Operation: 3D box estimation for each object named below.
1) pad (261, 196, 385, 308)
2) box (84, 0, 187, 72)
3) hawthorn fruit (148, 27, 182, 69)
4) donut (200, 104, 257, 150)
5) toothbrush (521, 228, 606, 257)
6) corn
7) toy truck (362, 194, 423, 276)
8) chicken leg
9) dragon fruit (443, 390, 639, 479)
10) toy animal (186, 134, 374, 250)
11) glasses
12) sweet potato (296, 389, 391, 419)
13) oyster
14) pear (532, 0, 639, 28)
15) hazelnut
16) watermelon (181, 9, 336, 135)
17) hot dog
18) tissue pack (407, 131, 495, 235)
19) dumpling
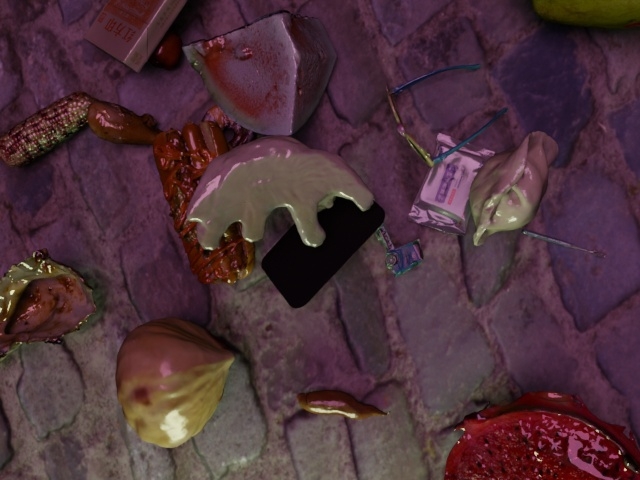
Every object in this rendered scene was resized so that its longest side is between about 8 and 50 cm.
[{"bbox_3d":[0.000,0.000,1.266,0.267,0.004,0.181,-47,48,4],"label":"pad"},{"bbox_3d":[-0.352,-0.549,1.336,0.204,0.051,0.365,36,93,37],"label":"box"},{"bbox_3d":[-0.340,-0.425,1.356,0.081,0.081,0.093,10,83,9],"label":"hawthorn fruit"},{"bbox_3d":[-0.196,-0.221,1.330,0.140,0.059,0.140,0,88,9],"label":"donut"},{"bbox_3d":[0.485,0.006,1.236,0.167,0.014,0.011,18,98,9],"label":"toothbrush"},{"bbox_3d":[-0.604,-0.253,1.381,0.253,0.086,0.086,-32,83,5],"label":"corn"},{"bbox_3d":[0.146,-0.017,1.267,0.081,0.067,0.175,-24,80,1],"label":"toy truck"},{"bbox_3d":[-0.404,-0.242,1.355,0.207,0.101,0.085,17,93,-11],"label":"chicken leg"},{"bbox_3d":[0.406,0.446,1.113,0.371,0.249,0.386,-41,78,20],"label":"dragon fruit"},{"bbox_3d":[-0.103,-0.098,1.218,0.308,0.188,0.266,-41,123,7],"label":"toy animal"},{"bbox_3d":[0.254,-0.256,1.265,0.220,0.088,0.189,-21,68,-13],"label":"glasses"},{"bbox_3d":[0.046,0.337,1.267,0.195,0.056,0.056,12,88,3],"label":"sweet potato"},{"bbox_3d":[-0.631,0.171,1.337,0.337,0.133,0.198,-41,84,7],"label":"oyster"},{"bbox_3d":[0.536,-0.520,1.137,0.375,0.287,0.287,-9,85,29],"label":"pear"},{"bbox_3d":[-0.283,0.264,1.225,0.241,0.261,0.261,-6,86,7],"label":"hazelnut"},{"bbox_3d":[-0.104,-0.341,1.228,0.320,0.213,0.289,-5,66,-15],"label":"watermelon"},{"bbox_3d":[-0.238,-0.071,1.267,0.158,0.117,0.349,-12,99,11],"label":"hot dog"},{"bbox_3d":[0.267,-0.113,1.270,0.122,0.026,0.193,20,88,10],"label":"tissue pack"},{"bbox_3d":[0.362,-0.099,1.184,0.132,0.162,0.250,37,92,31],"label":"dumpling"}]
